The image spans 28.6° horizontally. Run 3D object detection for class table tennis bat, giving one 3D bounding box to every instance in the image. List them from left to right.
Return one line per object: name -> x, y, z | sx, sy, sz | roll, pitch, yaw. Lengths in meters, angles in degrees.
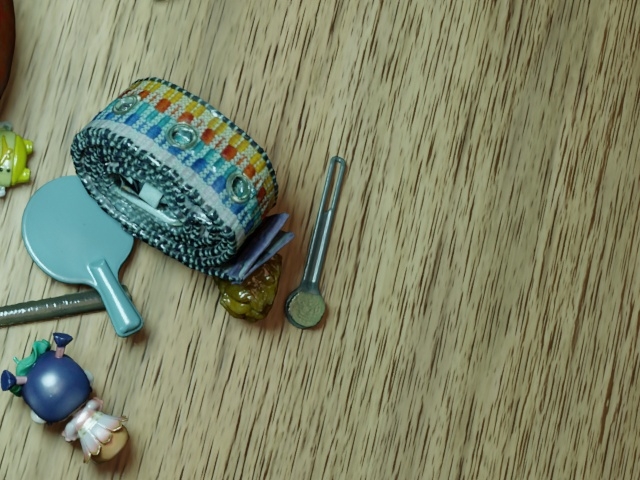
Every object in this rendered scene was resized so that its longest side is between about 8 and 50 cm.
table tennis bat -> -0.314, 0.021, 1.732 | 0.152, 0.040, 0.244 | -26, 81, -23

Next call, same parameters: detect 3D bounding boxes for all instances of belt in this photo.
belt -> -0.179, -0.093, 1.689 | 0.295, 0.207, 0.160 | 28, 55, 18

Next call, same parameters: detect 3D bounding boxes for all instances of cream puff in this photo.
cream puff -> -0.105, 0.054, 1.772 | 0.094, 0.122, 0.116 | 17, 119, -3

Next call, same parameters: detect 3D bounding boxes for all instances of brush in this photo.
brush -> 0.000, 0.000, 1.860 | 0.062, 0.027, 0.266 | 15, 80, -17

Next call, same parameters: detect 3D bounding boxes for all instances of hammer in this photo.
hammer -> -0.406, 0.099, 1.717 | 0.297, 0.027, 0.125 | -11, 87, -20

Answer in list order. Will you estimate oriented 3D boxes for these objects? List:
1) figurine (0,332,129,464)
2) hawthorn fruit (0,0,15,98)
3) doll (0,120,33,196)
figurine -> -0.332, 0.214, 1.689 | 0.195, 0.102, 0.111 | 44, 70, -9
hawthorn fruit -> -0.535, -0.254, 1.567 | 0.308, 0.308, 0.325 | 16, 65, -16
doll -> -0.473, -0.116, 1.697 | 0.162, 0.062, 0.106 | 6, 78, -17
